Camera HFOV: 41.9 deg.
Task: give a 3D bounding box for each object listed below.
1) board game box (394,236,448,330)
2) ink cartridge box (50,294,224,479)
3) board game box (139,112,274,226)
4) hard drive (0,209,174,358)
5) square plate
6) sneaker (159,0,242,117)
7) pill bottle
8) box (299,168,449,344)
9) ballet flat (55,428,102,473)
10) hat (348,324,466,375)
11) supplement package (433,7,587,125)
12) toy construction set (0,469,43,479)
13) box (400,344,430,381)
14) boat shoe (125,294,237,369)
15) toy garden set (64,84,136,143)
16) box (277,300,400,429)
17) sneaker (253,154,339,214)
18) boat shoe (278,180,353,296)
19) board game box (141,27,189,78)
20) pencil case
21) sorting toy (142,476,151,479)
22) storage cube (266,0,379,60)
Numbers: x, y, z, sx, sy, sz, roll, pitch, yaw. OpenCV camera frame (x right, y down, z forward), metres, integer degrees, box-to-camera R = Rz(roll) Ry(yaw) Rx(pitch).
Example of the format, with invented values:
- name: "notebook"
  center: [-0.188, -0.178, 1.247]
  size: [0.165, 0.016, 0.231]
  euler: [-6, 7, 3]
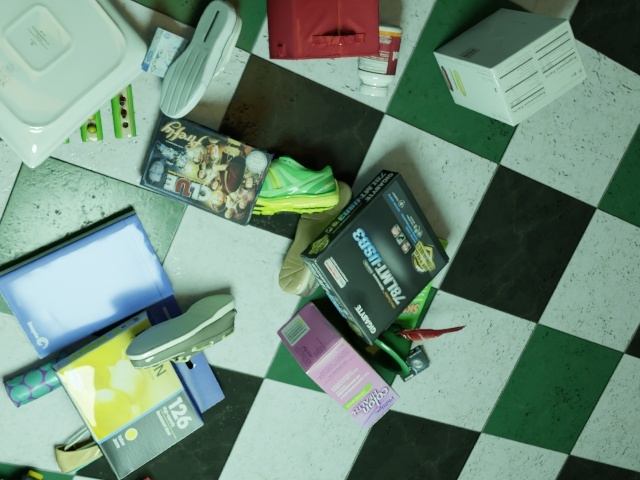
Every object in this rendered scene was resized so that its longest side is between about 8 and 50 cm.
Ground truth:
- name: "board game box"
  center: [0.219, 0.105, 2.095]
  size: [0.124, 0.039, 0.259]
  euler: [14, 102, -25]
- name: "ink cartridge box"
  center: [-0.389, 0.325, 1.865]
  size: [0.307, 0.072, 0.304]
  euler: [-31, 112, -21]
- name: "board game box"
  center: [-0.238, -0.149, 1.747]
  size: [0.243, 0.042, 0.165]
  euler: [21, 102, 3]
- name: "hard drive"
  center: [-0.502, 0.095, 1.799]
  size: [0.318, 0.040, 0.210]
  euler: [-26, 117, -11]
- name: "square plate"
  center: [-0.528, -0.372, 1.561]
  size: [0.344, 0.049, 0.347]
  euler: [-46, 116, -15]
- name: "sneaker"
  center: [-0.232, -0.359, 1.702]
  size: [0.258, 0.094, 0.091]
  euler: [-57, 158, 9]
- name: "pill bottle"
  center: [0.128, -0.398, 1.839]
  size: [0.086, 0.086, 0.152]
  euler: [1, 110, -22]
- name: "box"
  center: [0.133, 0.040, 1.931]
  size: [0.293, 0.073, 0.295]
  euler: [-45, 124, -18]
- name: "ballet flat"
  center: [-0.498, 0.456, 1.921]
  size: [0.232, 0.080, 0.073]
  euler: [-25, 102, -13]
- name: "hat"
  center: [0.201, 0.219, 2.084]
  size: [0.208, 0.173, 0.183]
  euler: [42, 72, -14]
- name: "supplement package"
  center: [0.415, -0.391, 1.855]
  size: [0.204, 0.262, 0.145]
  euler: [-34, 117, -6]
- name: "toy construction set"
  center: [-0.631, 0.651, 1.827]
  size: [0.237, 0.309, 0.257]
  euler: [42, 83, -24]
- name: "box"
  center: [0.239, 0.324, 2.196]
  size: [0.083, 0.018, 0.067]
  euler: [-30, 117, -9]
- name: "boat shoe"
  center: [-0.294, 0.214, 1.829]
  size: [0.305, 0.109, 0.091]
  euler: [-30, 121, -48]
- name: "toy garden set"
  center: [-0.494, -0.290, 1.651]
  size: [0.244, 0.049, 0.204]
  euler: [-9, 113, -19]
- name: "box"
  center: [0.040, 0.296, 1.995]
  size: [0.117, 0.213, 0.243]
  euler: [-44, 120, -2]
- name: "sneaker"
  center: [-0.106, -0.125, 1.854]
  size: [0.295, 0.109, 0.124]
  euler: [2, 75, -15]
- name: "boat shoe"
  center: [0.000, 0.000, 1.938]
  size: [0.092, 0.102, 0.285]
  euler: [30, 84, -53]
- name: "board game box"
  center: [-0.312, -0.374, 1.679]
  size: [0.090, 0.020, 0.090]
  euler: [-64, 159, 10]
- name: "pencil case"
  center: [-0.608, 0.301, 1.821]
  size: [0.151, 0.070, 0.064]
  euler: [-28, 152, -13]
- name: "sorting toy"
  center: [-0.407, 0.681, 2.056]
  size: [0.132, 0.046, 0.274]
  euler: [-37, 119, -5]
- name: "storage cube"
  center: [0.000, -0.467, 1.695]
  size: [0.183, 0.215, 0.193]
  euler: [-7, 105, -19]
